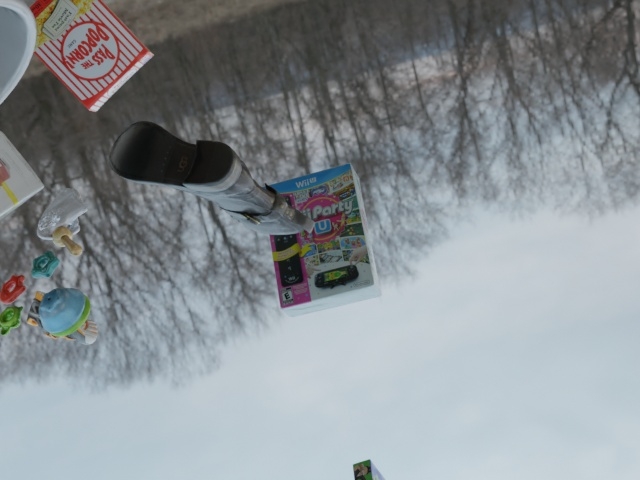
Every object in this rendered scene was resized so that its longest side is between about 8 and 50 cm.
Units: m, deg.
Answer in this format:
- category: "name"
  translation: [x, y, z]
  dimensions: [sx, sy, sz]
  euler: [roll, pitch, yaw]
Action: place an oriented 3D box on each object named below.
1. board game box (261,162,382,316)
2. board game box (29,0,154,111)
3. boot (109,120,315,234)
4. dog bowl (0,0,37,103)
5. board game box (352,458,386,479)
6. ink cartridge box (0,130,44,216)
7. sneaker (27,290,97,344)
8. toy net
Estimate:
- category: "board game box"
  translation: [0.000, 0.000, 1.852]
  dimensions: [0.224, 0.303, 0.097]
  euler: [-15, 157, 11]
- category: "board game box"
  translation: [-0.408, -0.342, 1.389]
  dimensions: [0.147, 0.193, 0.045]
  euler: [-44, -177, 4]
- category: "boot"
  translation: [-0.162, -0.075, 1.200]
  dimensions: [0.263, 0.091, 0.229]
  euler: [17, 168, 31]
- category: "dog bowl"
  translation: [-0.538, -0.243, 1.093]
  dimensions: [0.349, 0.102, 0.349]
  euler: [-45, 177, -3]
- category: "board game box"
  translation: [0.163, 0.652, 1.764]
  dimensions: [0.046, 0.317, 0.213]
  euler: [-23, -142, 14]
- category: "ink cartridge box"
  translation: [-0.736, -0.059, 1.568]
  dimensions: [0.279, 0.160, 0.384]
  euler: [-34, -167, 3]
- category: "sneaker"
  translation: [-0.594, 0.193, 1.857]
  dimensions: [0.215, 0.083, 0.084]
  euler: [26, 175, 34]
- category: "toy net"
  translation: [-0.375, 0.030, 1.128]
  dimensions: [0.122, 0.045, 0.232]
  euler: [-15, -129, 16]
